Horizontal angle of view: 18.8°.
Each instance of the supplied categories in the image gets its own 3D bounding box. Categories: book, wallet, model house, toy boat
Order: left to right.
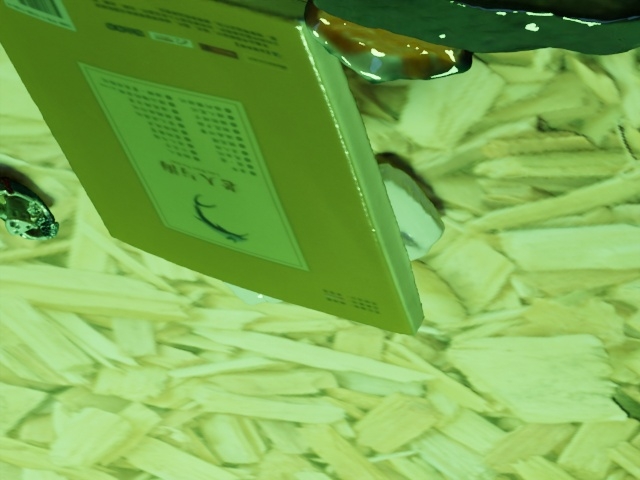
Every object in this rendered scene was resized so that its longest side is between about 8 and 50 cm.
[{"bbox_3d":[-0.226,-0.020,1.441,0.038,0.038,0.083,-20,147,20],"label":"toy boat"},{"bbox_3d":[-0.081,-0.068,1.282,0.269,0.032,0.389,18,156,21],"label":"book"},{"bbox_3d":[0.000,0.000,1.524,0.183,0.032,0.124,-18,144,18],"label":"wallet"},{"bbox_3d":[0.098,-0.192,1.054,0.190,0.271,0.301,11,162,-2],"label":"model house"}]
